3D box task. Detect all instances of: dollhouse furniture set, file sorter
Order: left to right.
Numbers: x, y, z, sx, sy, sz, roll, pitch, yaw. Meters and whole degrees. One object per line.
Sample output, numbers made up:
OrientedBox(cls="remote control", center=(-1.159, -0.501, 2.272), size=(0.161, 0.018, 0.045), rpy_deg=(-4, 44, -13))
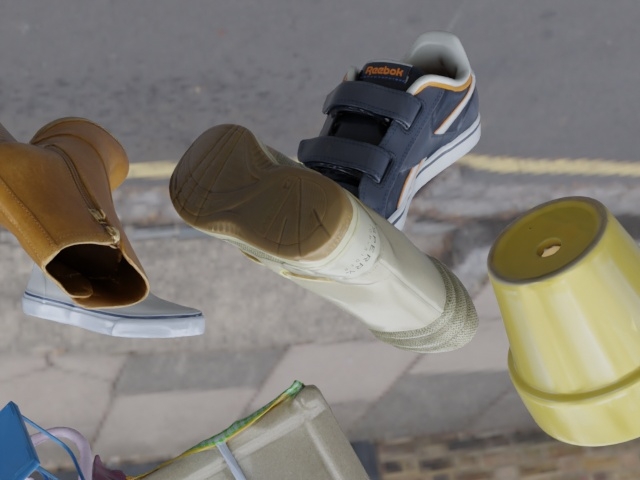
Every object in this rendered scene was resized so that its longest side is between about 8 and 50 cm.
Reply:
OrientedBox(cls="file sorter", center=(-0.352, 0.291, 1.453), size=(0.170, 0.118, 0.104), rpy_deg=(-44, 125, 1))
OrientedBox(cls="dollhouse furniture set", center=(-0.020, 0.284, 1.063), size=(0.197, 0.301, 0.151), rpy_deg=(-29, 176, -3))

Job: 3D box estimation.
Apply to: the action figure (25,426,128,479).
OrientedBox(cls="action figure", center=(-0.260, 0.407, 1.764), size=(0.248, 0.276, 0.370), rpy_deg=(-26, -160, -14))

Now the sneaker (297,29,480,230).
OrientedBox(cls="sneaker", center=(0.046, -0.093, 1.269), size=(0.126, 0.321, 0.127), rpy_deg=(13, 130, 30))

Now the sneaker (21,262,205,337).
OrientedBox(cls="sneaker", center=(-0.262, 0.066, 1.655), size=(0.258, 0.091, 0.094), rpy_deg=(9, -175, 20))

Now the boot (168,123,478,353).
OrientedBox(cls="boot", center=(0.000, 0.000, 1.118), size=(0.203, 0.095, 0.262), rpy_deg=(35, 173, -37))

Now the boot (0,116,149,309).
OrientedBox(cls="boot", center=(-0.219, -0.020, 1.211), size=(0.104, 0.211, 0.295), rpy_deg=(-46, 159, 11))

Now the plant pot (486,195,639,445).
OrientedBox(cls="plant pot", center=(0.328, 0.086, 1.646), size=(0.254, 0.254, 0.239), rpy_deg=(-19, 122, 26))
